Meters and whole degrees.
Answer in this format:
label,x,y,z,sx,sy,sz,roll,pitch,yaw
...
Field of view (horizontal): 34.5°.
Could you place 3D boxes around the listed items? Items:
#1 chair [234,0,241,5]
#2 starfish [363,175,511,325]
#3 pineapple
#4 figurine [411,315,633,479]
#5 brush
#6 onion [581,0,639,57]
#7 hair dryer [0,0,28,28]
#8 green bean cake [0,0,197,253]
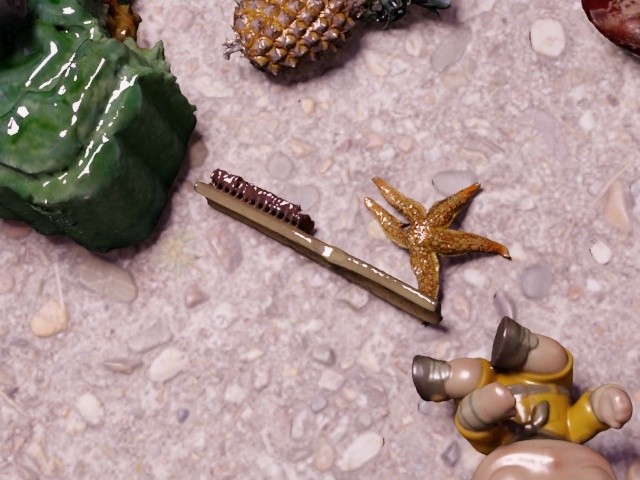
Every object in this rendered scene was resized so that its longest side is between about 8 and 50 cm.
label,x,y,z,sx,sy,sz,roll,pitch,yaw
chair,-0.047,-0.376,0.961,0.274,0.190,0.203,-46,73,3
starfish,0.096,0.007,0.881,0.133,0.041,0.130,3,76,11
pineapple,0.012,-0.213,0.929,0.221,0.103,0.083,-21,71,5
figurine,0.161,0.193,0.754,0.192,0.167,0.256,-9,49,12
brush,0.000,0.000,0.890,0.248,0.043,0.036,27,83,22
onion,0.322,-0.231,0.872,0.173,0.198,0.135,-28,106,41
hair dryer,-0.324,-0.248,0.854,0.124,0.071,0.219,-19,62,5
green bean cake,-0.255,-0.177,0.933,0.300,0.169,0.307,18,76,15
